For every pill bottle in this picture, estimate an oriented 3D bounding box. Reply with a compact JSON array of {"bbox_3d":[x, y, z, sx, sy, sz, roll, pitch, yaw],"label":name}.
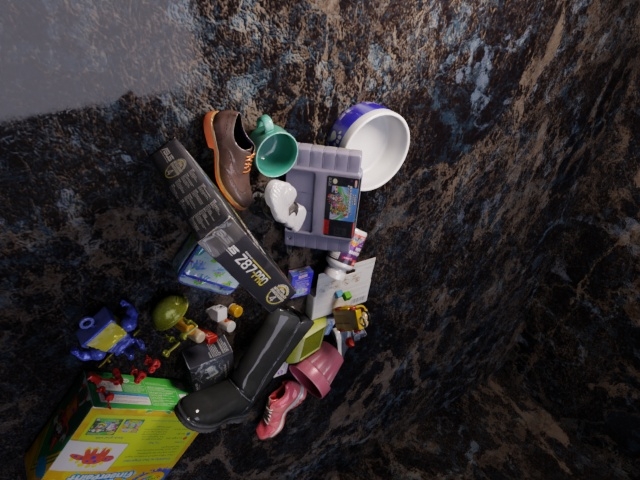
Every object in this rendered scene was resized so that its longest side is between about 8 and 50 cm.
[{"bbox_3d":[0.084,0.043,1.620,0.108,0.108,0.193,17,97,-45],"label":"pill bottle"}]

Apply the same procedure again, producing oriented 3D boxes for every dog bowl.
[{"bbox_3d":[0.150,-0.297,1.431,0.265,0.104,0.265,-21,134,-24],"label":"dog bowl"}]

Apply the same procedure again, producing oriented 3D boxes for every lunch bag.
[{"bbox_3d":[-0.321,0.070,1.367,0.176,0.090,0.219,-51,137,11],"label":"lunch bag"}]

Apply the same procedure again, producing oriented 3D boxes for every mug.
[{"bbox_3d":[-0.136,-0.265,1.234,0.129,0.097,0.158,1,121,-38],"label":"mug"}]

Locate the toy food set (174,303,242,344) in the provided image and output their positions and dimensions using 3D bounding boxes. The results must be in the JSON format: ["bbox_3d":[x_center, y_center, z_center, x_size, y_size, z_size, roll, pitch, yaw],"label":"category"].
[{"bbox_3d":[-0.379,0.269,1.498,0.232,0.104,0.111,-21,122,-49],"label":"toy food set"}]

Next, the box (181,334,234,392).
[{"bbox_3d":[-0.395,0.443,1.603,0.158,0.093,0.156,-18,132,-26],"label":"box"}]

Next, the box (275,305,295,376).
[{"bbox_3d":[-0.149,0.405,1.790,0.067,0.063,0.324,-8,127,-34],"label":"box"}]

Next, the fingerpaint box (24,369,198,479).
[{"bbox_3d":[-0.655,0.641,1.502,0.445,0.163,0.371,27,103,-47],"label":"fingerpaint box"}]

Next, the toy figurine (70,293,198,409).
[{"bbox_3d":[-0.561,0.264,1.265,0.362,0.191,0.217,-42,134,-5],"label":"toy figurine"}]

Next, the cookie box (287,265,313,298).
[{"bbox_3d":[-0.079,0.154,1.660,0.091,0.040,0.107,-11,129,-32],"label":"cookie box"}]

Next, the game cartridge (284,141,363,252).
[{"bbox_3d":[0.004,-0.122,1.397,0.230,0.068,0.355,10,127,8],"label":"game cartridge"}]

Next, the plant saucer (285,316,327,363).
[{"bbox_3d":[-0.045,0.403,1.818,0.188,0.045,0.188,-21,135,-45],"label":"plant saucer"}]

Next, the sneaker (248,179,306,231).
[{"bbox_3d":[-0.144,-0.108,1.285,0.101,0.153,0.268,-65,161,-11],"label":"sneaker"}]

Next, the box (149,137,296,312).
[{"bbox_3d":[-0.243,-0.039,1.108,0.097,0.395,0.318,-39,137,-3],"label":"box"}]

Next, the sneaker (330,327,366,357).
[{"bbox_3d":[0.129,0.462,2.040,0.163,0.086,0.226,-18,131,-23],"label":"sneaker"}]

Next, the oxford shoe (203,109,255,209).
[{"bbox_3d":[-0.215,-0.201,1.166,0.097,0.098,0.271,-62,145,-51],"label":"oxford shoe"}]

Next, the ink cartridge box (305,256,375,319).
[{"bbox_3d":[0.078,0.178,1.792,0.275,0.060,0.239,-14,129,-29],"label":"ink cartridge box"}]

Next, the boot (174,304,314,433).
[{"bbox_3d":[-0.242,0.411,1.518,0.445,0.146,0.367,-53,156,3],"label":"boot"}]

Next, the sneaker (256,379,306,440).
[{"bbox_3d":[-0.204,0.739,2.003,0.136,0.116,0.314,38,89,-38],"label":"sneaker"}]

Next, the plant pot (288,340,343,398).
[{"bbox_3d":[-0.007,0.540,1.932,0.180,0.201,0.201,-43,141,-25],"label":"plant pot"}]

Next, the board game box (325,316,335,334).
[{"bbox_3d":[0.016,0.365,1.922,0.090,0.020,0.090,5,119,-41],"label":"board game box"}]

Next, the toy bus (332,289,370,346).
[{"bbox_3d":[0.136,0.296,1.745,0.104,0.202,0.191,-11,134,-33],"label":"toy bus"}]
